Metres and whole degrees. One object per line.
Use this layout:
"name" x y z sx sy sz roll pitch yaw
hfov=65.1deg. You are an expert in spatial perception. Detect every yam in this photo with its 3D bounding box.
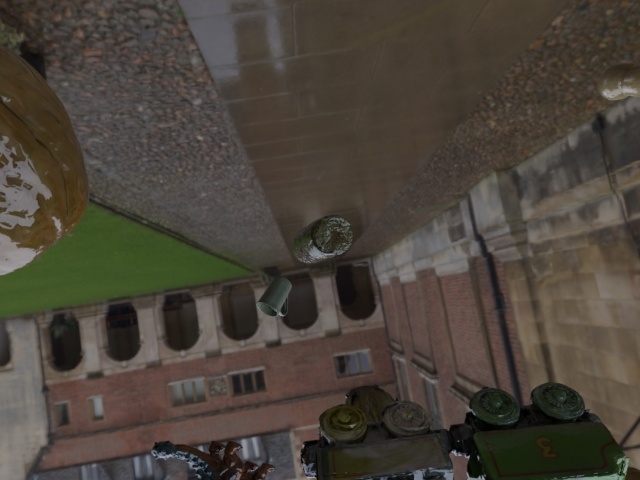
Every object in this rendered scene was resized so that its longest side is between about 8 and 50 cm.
"yam" 0.000 0.000 0.515 0.043 0.043 0.094 -8 175 -16

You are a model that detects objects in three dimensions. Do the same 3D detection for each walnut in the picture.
"walnut" -0.428 -0.100 0.570 0.277 0.313 0.252 -36 -146 -16

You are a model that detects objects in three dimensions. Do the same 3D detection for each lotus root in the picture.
"lotus root" 0.106 0.368 1.012 0.143 0.144 0.070 -14 139 -4

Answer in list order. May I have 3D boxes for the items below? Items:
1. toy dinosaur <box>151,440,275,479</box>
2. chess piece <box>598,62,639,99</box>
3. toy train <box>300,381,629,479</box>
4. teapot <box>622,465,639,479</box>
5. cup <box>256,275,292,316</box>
"toy dinosaur" -0.087 0.216 0.458 0.154 0.055 0.049 39 145 -25
"chess piece" 0.548 -0.227 0.679 0.124 0.139 0.307 38 166 -38
"toy train" 0.088 0.143 0.322 0.202 0.060 0.081 -6 -154 0
"teapot" 0.588 0.567 0.989 0.203 0.167 0.311 -30 172 -37
"cup" -0.097 0.134 1.163 0.074 0.083 0.054 35 146 -7
